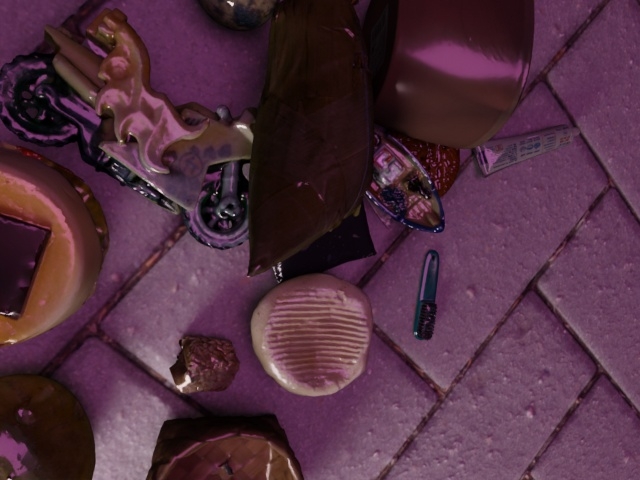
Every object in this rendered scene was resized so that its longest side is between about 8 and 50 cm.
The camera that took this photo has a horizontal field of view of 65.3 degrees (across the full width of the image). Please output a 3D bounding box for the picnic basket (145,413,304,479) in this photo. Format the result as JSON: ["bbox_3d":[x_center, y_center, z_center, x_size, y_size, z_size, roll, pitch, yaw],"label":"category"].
[{"bbox_3d":[-0.148,0.471,0.792,0.292,0.337,0.337,4,95,-21],"label":"picnic basket"}]

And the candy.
[{"bbox_3d":[-0.203,0.216,0.872,0.110,0.085,0.095,20,98,-33],"label":"candy"}]

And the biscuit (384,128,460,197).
[{"bbox_3d":[0.202,-0.167,1.003,0.187,0.027,0.188,-2,97,-20],"label":"biscuit"}]

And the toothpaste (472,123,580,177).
[{"bbox_3d":[0.452,-0.205,1.084,0.268,0.047,0.069,-18,121,-16],"label":"toothpaste"}]

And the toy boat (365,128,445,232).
[{"bbox_3d":[0.136,-0.111,0.914,0.114,0.115,0.262,-45,108,5],"label":"toy boat"}]

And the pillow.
[{"bbox_3d":[0.000,0.000,0.931,0.208,0.055,0.141,-22,110,-17],"label":"pillow"}]

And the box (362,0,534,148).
[{"bbox_3d":[0.192,-0.320,0.854,0.216,0.301,0.301,8,93,-12],"label":"box"}]

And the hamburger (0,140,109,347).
[{"bbox_3d":[-0.453,0.010,0.701,0.301,0.170,0.302,-3,99,-16],"label":"hamburger"}]

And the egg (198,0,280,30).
[{"bbox_3d":[-0.137,-0.421,0.786,0.141,0.141,0.182,-20,84,-18],"label":"egg"}]

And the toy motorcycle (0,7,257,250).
[{"bbox_3d":[-0.243,-0.165,0.754,0.410,0.168,0.237,32,73,-26],"label":"toy motorcycle"}]

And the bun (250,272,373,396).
[{"bbox_3d":[-0.017,0.165,0.902,0.231,0.133,0.231,0,89,-17],"label":"bun"}]

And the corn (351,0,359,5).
[{"bbox_3d":[-0.028,-0.534,0.832,0.115,0.115,0.318,-33,109,-14],"label":"corn"}]

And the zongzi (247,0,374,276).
[{"bbox_3d":[-0.027,-0.171,0.685,0.174,0.393,0.356,2,105,15],"label":"zongzi"}]

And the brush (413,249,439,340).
[{"bbox_3d":[0.229,0.117,1.044,0.043,0.032,0.194,6,96,-21],"label":"brush"}]

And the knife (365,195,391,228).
[{"bbox_3d":[0.073,-0.151,0.962,0.047,0.017,0.298,-33,110,-11],"label":"knife"}]

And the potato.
[{"bbox_3d":[-0.446,0.313,0.745,0.197,0.148,0.229,-6,89,-25],"label":"potato"}]
